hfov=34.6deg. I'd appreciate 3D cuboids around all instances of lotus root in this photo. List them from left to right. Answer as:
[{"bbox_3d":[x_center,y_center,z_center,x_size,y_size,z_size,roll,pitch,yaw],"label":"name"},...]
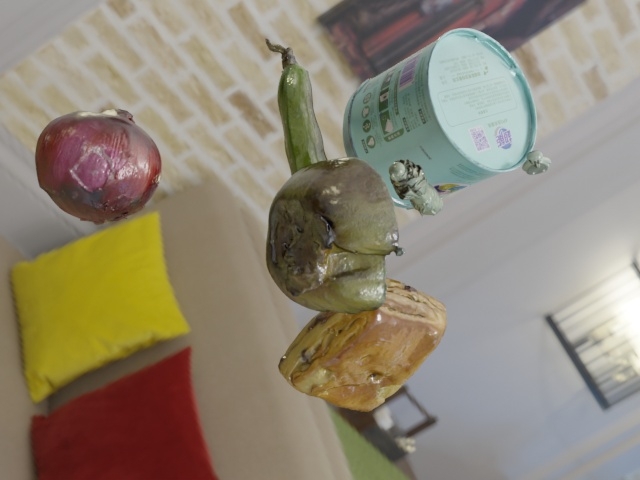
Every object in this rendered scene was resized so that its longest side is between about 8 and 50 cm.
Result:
[{"bbox_3d":[-0.003,0.000,1.183,0.078,0.204,0.183,-10,90,-44],"label":"lotus root"}]

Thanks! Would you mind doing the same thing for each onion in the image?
[{"bbox_3d":[-0.226,-0.078,1.056,0.131,0.131,0.131,55,10,-15],"label":"onion"}]

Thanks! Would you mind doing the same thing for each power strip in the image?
[{"bbox_3d":[0.407,-0.140,1.934,0.083,0.055,0.035,50,29,-64],"label":"power strip"}]

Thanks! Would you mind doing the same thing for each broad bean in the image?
[{"bbox_3d":[-0.013,-0.107,1.329,0.075,0.067,0.325,-52,131,-77],"label":"broad bean"}]

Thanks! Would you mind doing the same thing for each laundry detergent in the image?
[{"bbox_3d":[0.215,-0.224,2.015,0.287,0.305,0.287,13,68,-34],"label":"laundry detergent"}]

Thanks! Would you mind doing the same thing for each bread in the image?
[{"bbox_3d":[0.075,0.168,1.606,0.210,0.235,0.099,22,27,-38],"label":"bread"}]

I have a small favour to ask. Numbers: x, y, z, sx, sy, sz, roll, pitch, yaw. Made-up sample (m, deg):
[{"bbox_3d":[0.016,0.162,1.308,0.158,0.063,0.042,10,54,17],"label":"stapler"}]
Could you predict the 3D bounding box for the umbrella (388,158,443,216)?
[{"bbox_3d":[0.150,-0.087,1.669,0.143,0.062,0.067,37,56,-50],"label":"umbrella"}]
